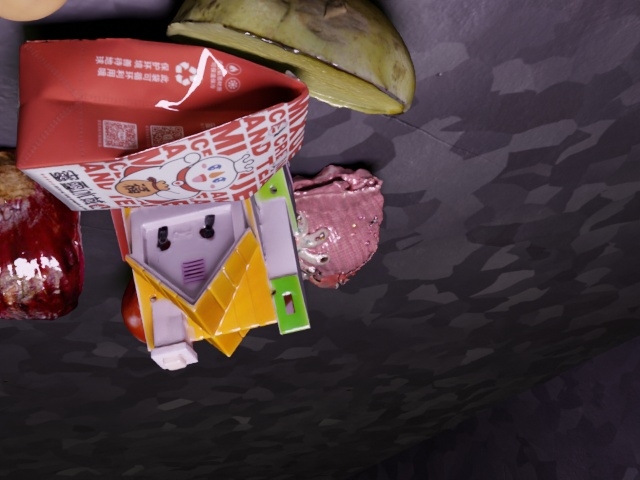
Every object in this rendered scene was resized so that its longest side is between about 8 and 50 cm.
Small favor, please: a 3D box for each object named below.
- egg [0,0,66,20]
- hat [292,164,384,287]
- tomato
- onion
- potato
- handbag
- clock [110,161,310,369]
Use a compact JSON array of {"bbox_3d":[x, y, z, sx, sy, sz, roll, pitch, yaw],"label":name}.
[{"bbox_3d":[-0.276,-0.244,0.641,0.097,0.080,0.080,-19,150,20],"label":"egg"},{"bbox_3d":[0.000,0.000,1.128,0.237,0.107,0.286,-6,147,10],"label":"hat"},{"bbox_3d":[-0.238,0.092,1.152,0.187,0.151,0.187,-31,134,-37],"label":"tomato"},{"bbox_3d":[-0.421,0.008,0.908,0.206,0.206,0.216,-3,144,-20],"label":"onion"},{"bbox_3d":[-0.012,-0.223,0.728,0.272,0.111,0.160,17,177,-22],"label":"potato"},{"bbox_3d":[-0.159,-0.123,0.758,0.298,0.150,0.171,-2,166,0],"label":"handbag"},{"bbox_3d":[-0.142,0.010,0.893,0.235,0.309,0.166,-13,149,3],"label":"clock"}]
